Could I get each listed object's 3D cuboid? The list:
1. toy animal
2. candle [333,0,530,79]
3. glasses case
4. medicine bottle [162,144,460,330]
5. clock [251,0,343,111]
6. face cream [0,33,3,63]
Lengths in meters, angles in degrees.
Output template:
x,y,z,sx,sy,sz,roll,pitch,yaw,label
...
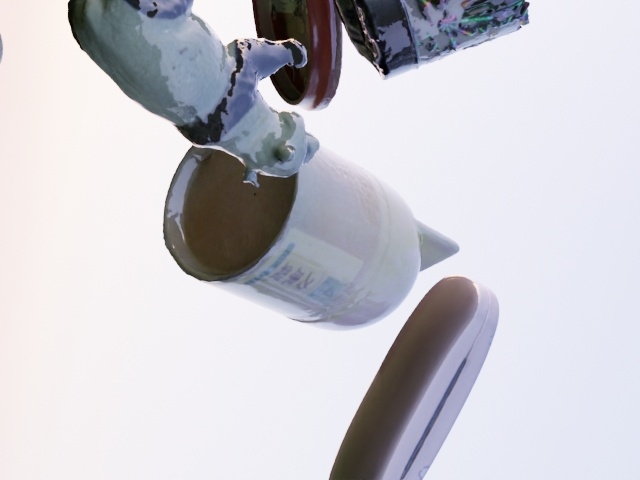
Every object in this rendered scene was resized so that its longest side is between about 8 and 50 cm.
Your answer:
x,y,z,sx,sy,sz,roll,pitch,yaw,label
-0.090,-0.132,1.053,0.094,0.225,0.121,-25,-148,37,toy animal
0.185,-0.339,1.822,0.187,0.330,0.187,-20,90,-89,candle
0.097,0.173,1.485,0.297,0.075,0.113,-62,-157,1,glasses case
0.000,0.000,1.935,0.236,0.406,0.235,-15,-116,34,medicine bottle
-0.030,-0.365,2.236,0.318,0.080,0.318,169,-90,-73,clock
-0.559,-0.225,1.752,0.137,0.341,0.084,-60,138,-52,face cream
